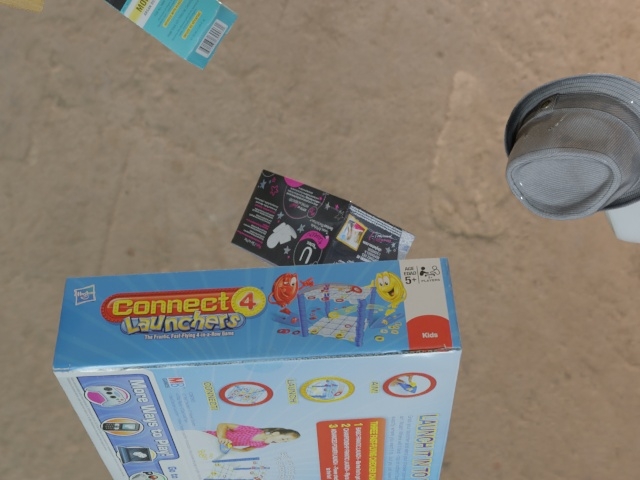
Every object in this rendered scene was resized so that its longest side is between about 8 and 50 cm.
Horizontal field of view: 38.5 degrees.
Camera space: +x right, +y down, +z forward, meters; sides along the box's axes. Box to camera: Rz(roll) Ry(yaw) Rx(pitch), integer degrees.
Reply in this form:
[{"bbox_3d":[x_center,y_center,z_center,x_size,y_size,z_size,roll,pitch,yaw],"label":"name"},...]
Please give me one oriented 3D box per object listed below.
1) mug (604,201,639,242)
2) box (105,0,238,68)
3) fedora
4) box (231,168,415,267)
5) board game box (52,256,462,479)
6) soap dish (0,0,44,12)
[{"bbox_3d":[0.639,-0.157,1.609,0.374,0.328,0.276,-80,146,-64],"label":"mug"},{"bbox_3d":[-0.249,-0.369,1.389,0.100,0.244,0.060,-55,160,8],"label":"box"},{"bbox_3d":[0.392,-0.119,1.402,0.124,0.275,0.244,-51,120,-37],"label":"fedora"},{"bbox_3d":[0.000,0.000,1.484,0.163,0.247,0.142,25,90,-40],"label":"box"},{"bbox_3d":[-0.043,0.143,0.808,0.302,0.308,0.086,-3,53,0],"label":"board game box"},{"bbox_3d":[-0.410,-0.440,1.079,0.229,0.118,0.291,7,93,-37],"label":"soap dish"}]
